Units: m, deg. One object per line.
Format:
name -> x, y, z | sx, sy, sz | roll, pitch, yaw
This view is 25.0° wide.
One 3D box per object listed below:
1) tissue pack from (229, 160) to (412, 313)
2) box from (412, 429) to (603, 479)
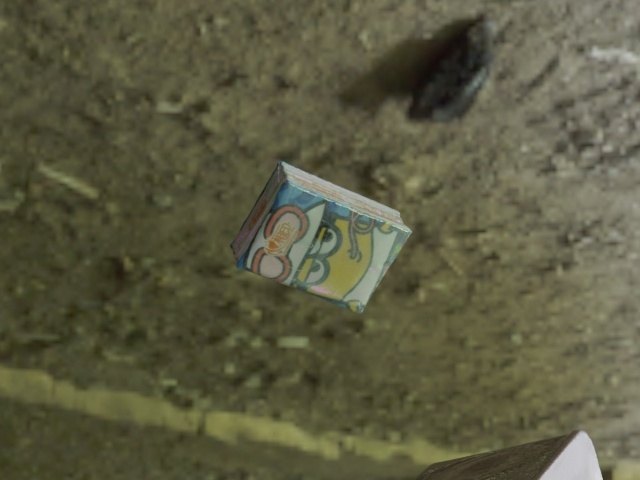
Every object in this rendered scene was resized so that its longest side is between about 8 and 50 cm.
tissue pack -> 0.000, 0.000, 1.516 | 0.155, 0.065, 0.115 | 21, 111, -24
box -> 0.224, 0.408, 1.834 | 0.229, 0.239, 0.339 | -14, -175, 25
